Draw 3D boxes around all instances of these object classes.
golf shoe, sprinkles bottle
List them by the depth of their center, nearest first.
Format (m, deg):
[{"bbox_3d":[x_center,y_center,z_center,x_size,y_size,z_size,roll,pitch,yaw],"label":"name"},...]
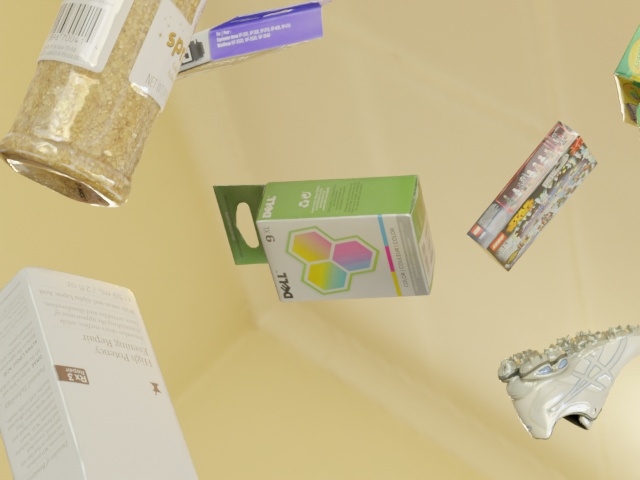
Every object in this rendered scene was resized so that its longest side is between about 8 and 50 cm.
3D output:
[{"bbox_3d":[-0.159,-0.210,1.524,0.121,0.355,0.121,20,-12,5],"label":"sprinkles bottle"},{"bbox_3d":[0.238,0.128,1.611,0.069,0.176,0.086,-15,-89,56],"label":"golf shoe"}]

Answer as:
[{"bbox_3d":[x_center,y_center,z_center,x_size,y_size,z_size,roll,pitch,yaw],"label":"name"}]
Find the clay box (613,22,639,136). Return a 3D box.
[{"bbox_3d":[0.398,-0.223,2.033,0.053,0.222,0.127,24,-15,23],"label":"clay box"}]

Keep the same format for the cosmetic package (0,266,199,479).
[{"bbox_3d":[-0.177,0.139,1.348,0.117,0.085,0.231,14,40,-44],"label":"cosmetic package"}]

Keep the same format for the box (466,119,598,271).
[{"bbox_3d":[0.199,-0.040,1.648,0.027,0.137,0.094,40,2,25],"label":"box"}]

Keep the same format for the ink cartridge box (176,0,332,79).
[{"bbox_3d":[-0.097,-0.230,2.049,0.208,0.206,0.045,-15,-86,41],"label":"ink cartridge box"}]

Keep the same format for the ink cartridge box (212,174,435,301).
[{"bbox_3d":[0.000,0.000,1.710,0.209,0.062,0.109,-2,-48,15],"label":"ink cartridge box"}]
